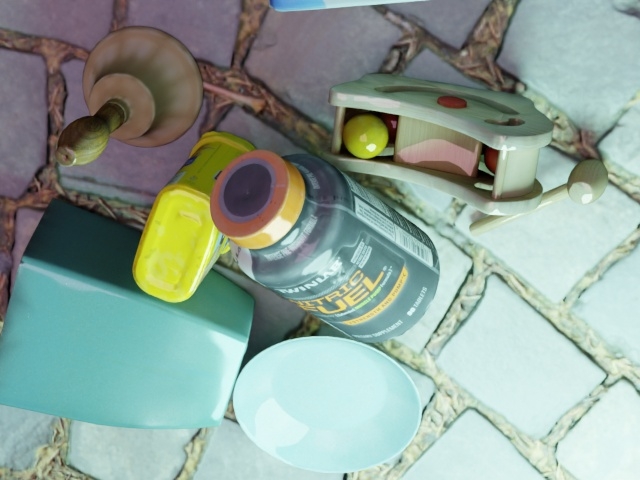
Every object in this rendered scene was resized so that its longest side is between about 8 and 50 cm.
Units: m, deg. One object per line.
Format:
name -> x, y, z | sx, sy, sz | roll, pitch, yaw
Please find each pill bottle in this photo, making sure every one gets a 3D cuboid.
pill bottle -> 0.000, 0.000, 1.615 | 0.130, 0.130, 0.246 | -33, 144, 20

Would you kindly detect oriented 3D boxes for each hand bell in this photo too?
hand bell -> -0.200, -0.116, 1.618 | 0.126, 0.242, 0.126 | 3, 109, 10

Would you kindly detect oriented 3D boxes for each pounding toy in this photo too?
pounding toy -> 0.134, -0.056, 1.623 | 0.269, 0.154, 0.155 | 10, 111, 8

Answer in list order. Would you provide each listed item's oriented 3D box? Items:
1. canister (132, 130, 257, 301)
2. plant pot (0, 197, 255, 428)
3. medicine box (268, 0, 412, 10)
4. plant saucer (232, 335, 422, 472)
canister -> -0.120, -0.023, 1.674 | 0.073, 0.170, 0.126 | 23, 112, 3
plant pot -> -0.193, 0.089, 1.740 | 0.234, 0.165, 0.165 | 16, 112, -4
medicine box -> 0.091, -0.355, 1.527 | 0.289, 0.149, 0.263 | -3, 109, 13
plant saucer -> 0.008, 0.160, 1.769 | 0.195, 0.037, 0.195 | 3, 129, 4
